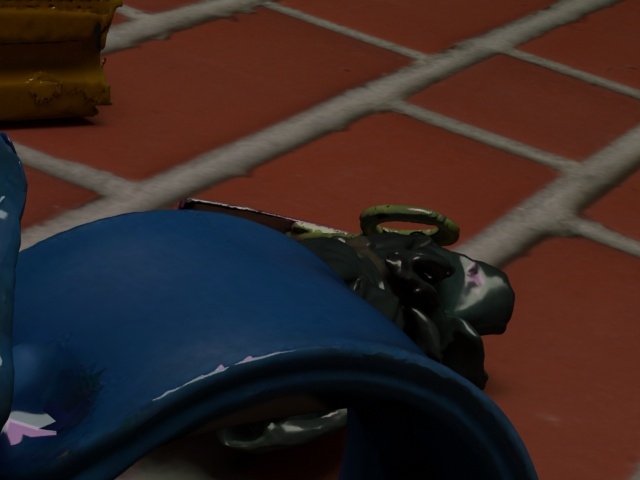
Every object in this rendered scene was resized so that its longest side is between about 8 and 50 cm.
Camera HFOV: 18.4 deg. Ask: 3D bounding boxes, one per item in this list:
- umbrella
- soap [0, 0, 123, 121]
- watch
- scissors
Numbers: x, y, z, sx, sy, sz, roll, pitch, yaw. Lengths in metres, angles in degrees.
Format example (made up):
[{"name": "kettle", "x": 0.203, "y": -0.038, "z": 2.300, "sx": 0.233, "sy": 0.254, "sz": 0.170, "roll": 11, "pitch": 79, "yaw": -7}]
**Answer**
[{"name": "umbrella", "x": -0.024, "y": 0.056, "z": 1.099, "sx": 0.143, "sy": 0.094, "sz": 0.349, "roll": 11, "pitch": 14, "yaw": 29}, {"name": "soap", "x": -0.294, "y": -0.186, "z": 1.405, "sx": 0.324, "sy": 0.204, "sz": 0.096, "roll": -5, "pitch": 24, "yaw": -40}, {"name": "watch", "x": -0.064, "y": 0.087, "z": 0.714, "sx": 0.274, "sy": 0.305, "sz": 0.241, "roll": -7, "pitch": 29, "yaw": -27}, {"name": "scissors", "x": 0.000, "y": 0.000, "z": 1.283, "sx": 0.187, "sy": 0.020, "sz": 0.133, "roll": 8, "pitch": -23, "yaw": 11}]
